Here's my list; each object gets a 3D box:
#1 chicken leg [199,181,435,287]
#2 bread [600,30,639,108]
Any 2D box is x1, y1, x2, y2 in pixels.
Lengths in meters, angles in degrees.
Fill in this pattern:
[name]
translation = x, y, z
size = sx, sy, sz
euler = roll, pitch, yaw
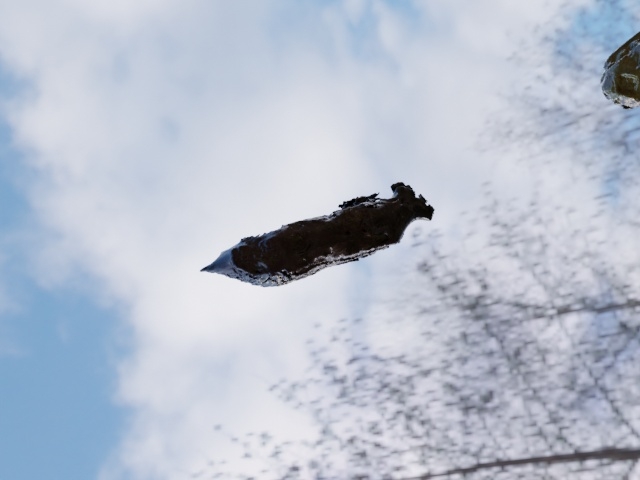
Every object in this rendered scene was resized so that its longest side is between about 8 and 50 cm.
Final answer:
[chicken leg]
translation = 0.000, 0.000, 1.213
size = 0.234, 0.105, 0.063
euler = -18, -92, -15
[bread]
translation = 0.300, -0.161, 1.097
size = 0.060, 0.110, 0.066
euler = 44, -149, -8
